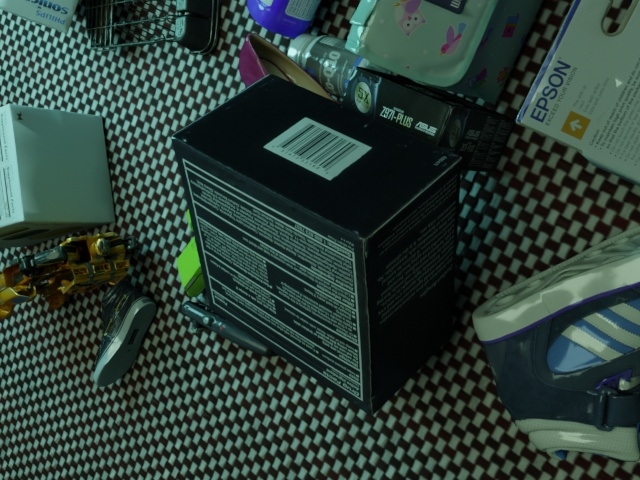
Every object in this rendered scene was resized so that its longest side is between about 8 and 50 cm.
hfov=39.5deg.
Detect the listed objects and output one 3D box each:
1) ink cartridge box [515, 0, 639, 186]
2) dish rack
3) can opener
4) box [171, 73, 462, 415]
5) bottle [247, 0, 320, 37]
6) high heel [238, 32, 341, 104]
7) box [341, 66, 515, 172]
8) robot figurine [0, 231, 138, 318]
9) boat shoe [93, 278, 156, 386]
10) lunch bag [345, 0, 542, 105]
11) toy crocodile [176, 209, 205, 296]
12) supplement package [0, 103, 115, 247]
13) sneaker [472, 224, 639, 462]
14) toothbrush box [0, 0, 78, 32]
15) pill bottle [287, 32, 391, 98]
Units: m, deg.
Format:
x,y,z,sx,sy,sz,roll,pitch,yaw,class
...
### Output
x,y,z,sx,sy,sz,roll,pitch,yaw,class
0.412,-0.191,0.882,0.330,0.071,0.324,27,97,9,ink cartridge box
-0.287,-0.412,1.479,0.271,0.074,0.209,4,91,37,dish rack
-0.142,0.133,1.382,0.186,0.059,0.073,29,106,32,can opener
0.000,0.000,1.082,0.296,0.182,0.294,30,142,31,box
-0.012,-0.429,1.240,0.283,0.092,0.118,-63,30,27,bottle
-0.008,-0.192,1.212,0.244,0.082,0.117,35,151,21,high heel
0.133,-0.148,1.111,0.147,0.180,0.078,30,108,32,box
-0.435,0.058,1.513,0.291,0.211,0.085,-21,83,43,robot figurine
-0.351,0.158,1.533,0.083,0.065,0.183,39,105,31,boat shoe
0.149,-0.294,1.050,0.160,0.262,0.224,33,107,31,lunch bag
-0.114,-0.047,1.342,0.341,0.105,0.115,-53,42,25,toy crocodile
-0.534,-0.104,1.574,0.262,0.199,0.198,-12,83,35,supplement package
0.356,0.126,1.009,0.322,0.130,0.236,-26,96,17,sneaker
-0.445,-0.527,1.502,0.296,0.126,0.216,-65,27,15,toothbrush box
0.024,-0.243,1.251,0.137,0.078,0.078,25,104,33,pill bottle
